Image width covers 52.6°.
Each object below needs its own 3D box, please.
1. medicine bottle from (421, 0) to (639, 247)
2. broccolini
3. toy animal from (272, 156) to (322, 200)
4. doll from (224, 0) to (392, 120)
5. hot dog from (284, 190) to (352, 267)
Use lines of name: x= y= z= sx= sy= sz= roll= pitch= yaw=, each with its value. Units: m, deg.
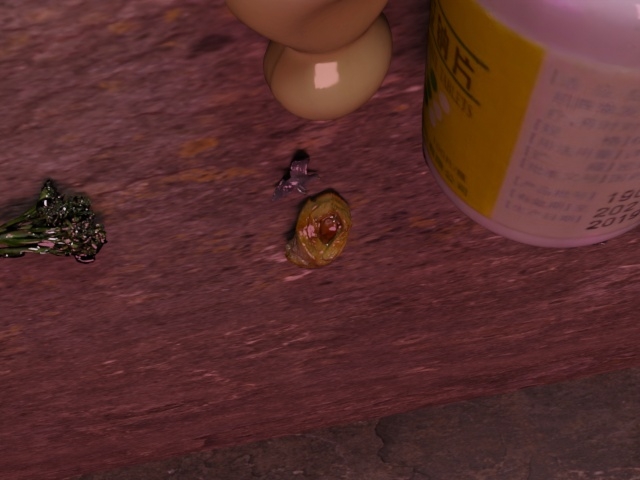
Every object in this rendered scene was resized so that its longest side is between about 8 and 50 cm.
medicine bottle: x=0.175 y=-0.158 z=0.389 sx=0.213 sy=0.213 sz=0.379 roll=-10 pitch=155 yaw=1
broccolini: x=-0.360 y=0.021 z=0.752 sx=0.271 sy=0.062 sz=0.123 roll=-26 pitch=136 yaw=19
toy animal: x=-0.021 y=-0.067 z=0.727 sx=0.050 sy=0.028 sz=0.084 roll=11 pitch=150 yaw=-22
doll: x=-0.002 y=-0.170 z=0.433 sx=0.141 sy=0.117 sz=0.296 roll=-38 pitch=170 yaw=-11
hot dog: x=-0.001 y=0.001 z=0.840 sx=0.078 sy=0.061 sz=0.169 roll=-4 pitch=155 yaw=-15
